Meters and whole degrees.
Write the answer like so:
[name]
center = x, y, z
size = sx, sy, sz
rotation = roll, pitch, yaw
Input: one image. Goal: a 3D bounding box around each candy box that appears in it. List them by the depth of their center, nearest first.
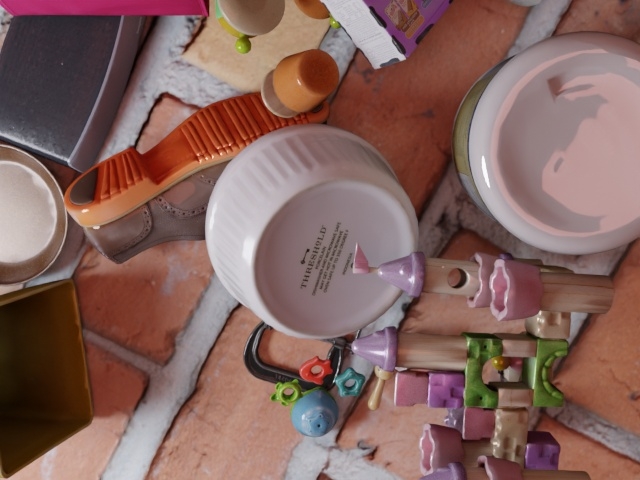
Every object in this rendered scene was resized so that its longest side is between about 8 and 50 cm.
[candy box]
center = 0.070, -0.340, 1.056
size = 0.196, 0.070, 0.165
rotation = 48, 65, -21

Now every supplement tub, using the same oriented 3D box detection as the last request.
[supplement tub]
center = 0.273, -0.113, 1.011
size = 0.228, 0.316, 0.229
rotation = 0, 97, 4

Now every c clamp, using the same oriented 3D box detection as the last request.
[c clamp]
center = -0.025, 0.146, 1.214
size = 0.160, 0.022, 0.137
rotation = 11, 103, 1

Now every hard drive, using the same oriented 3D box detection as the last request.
[hard drive]
center = -0.348, -0.233, 1.165
size = 0.171, 0.054, 0.255
rotation = 22, 98, 0

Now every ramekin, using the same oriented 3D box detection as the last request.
[ramekin]
center = 0.000, 0.000, 1.086
size = 0.272, 0.127, 0.273
rotation = -8, 115, -17

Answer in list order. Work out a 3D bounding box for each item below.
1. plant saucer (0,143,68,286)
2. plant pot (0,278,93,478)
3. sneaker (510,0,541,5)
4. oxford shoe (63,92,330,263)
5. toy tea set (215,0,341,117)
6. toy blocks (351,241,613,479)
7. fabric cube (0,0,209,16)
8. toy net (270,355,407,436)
[plant saucer]
center = -0.440, -0.036, 1.202
size = 0.198, 0.036, 0.199
rotation = 1, 100, 5
[plant pot]
center = -0.451, 0.177, 1.160
size = 0.187, 0.212, 0.212
rotation = -4, 97, 17
[sneaker]
center = 0.201, -0.395, 1.107
size = 0.235, 0.090, 0.095
rotation = 32, 80, -1
[oxford shoe]
center = -0.148, -0.087, 1.159
size = 0.363, 0.130, 0.133
rotation = -23, 128, -1
[toy tea set]
center = -0.054, -0.325, 1.104
size = 0.199, 0.124, 0.336
rotation = 11, 81, -24
[toy blocks]
center = 0.159, 0.149, 1.043
size = 0.259, 0.309, 0.289
rotation = 3, 96, -5
[fabric cube]
center = -0.267, -0.421, 1.008
size = 0.258, 0.254, 0.259
rotation = 0, 85, 0
[toy net]
center = 0.049, 0.180, 1.191
size = 0.232, 0.045, 0.122
rotation = -32, 110, 1
